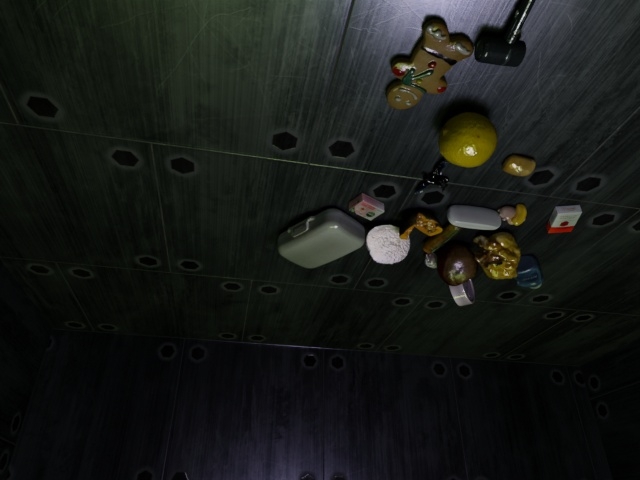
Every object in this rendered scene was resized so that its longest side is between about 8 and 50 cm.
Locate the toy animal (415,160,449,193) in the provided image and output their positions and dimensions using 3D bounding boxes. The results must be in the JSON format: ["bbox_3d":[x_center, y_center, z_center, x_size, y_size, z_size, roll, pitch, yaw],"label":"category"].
[{"bbox_3d":[0.439,-0.232,1.824,0.108,0.062,0.220,24,146,-3],"label":"toy animal"}]

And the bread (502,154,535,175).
[{"bbox_3d":[0.732,-0.269,1.750,0.115,0.056,0.082,11,146,-16],"label":"bread"}]

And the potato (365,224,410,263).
[{"bbox_3d":[0.293,0.003,2.140,0.202,0.117,0.182,4,107,-5],"label":"potato"}]

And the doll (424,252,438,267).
[{"bbox_3d":[0.541,0.096,2.334,0.127,0.073,0.084,26,172,-38],"label":"doll"}]

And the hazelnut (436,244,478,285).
[{"bbox_3d":[0.644,0.111,2.258,0.208,0.208,0.208,0,148,0],"label":"hazelnut"}]

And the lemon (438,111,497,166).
[{"bbox_3d":[0.485,-0.325,1.551,0.203,0.178,0.178,15,145,-20],"label":"lemon"}]

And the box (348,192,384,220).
[{"bbox_3d":[0.192,-0.139,1.975,0.125,0.043,0.089,21,143,-30],"label":"box"}]

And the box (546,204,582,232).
[{"bbox_3d":[1.047,-0.091,2.048,0.100,0.048,0.152,-2,150,8],"label":"box"}]

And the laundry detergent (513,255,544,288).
[{"bbox_3d":[1.063,0.179,2.433,0.143,0.094,0.290,-23,141,26],"label":"laundry detergent"}]

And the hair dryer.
[{"bbox_3d":[0.511,-0.570,1.265,0.124,0.071,0.219,4,141,-11],"label":"hair dryer"}]

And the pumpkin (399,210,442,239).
[{"bbox_3d":[0.419,-0.072,2.023,0.184,0.107,0.119,-5,156,-6],"label":"pumpkin"}]

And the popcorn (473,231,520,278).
[{"bbox_3d":[0.811,0.062,2.166,0.190,0.191,0.253,-35,127,24],"label":"popcorn"}]

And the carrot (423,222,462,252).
[{"bbox_3d":[0.556,-0.023,2.141,0.070,0.070,0.260,14,145,-21],"label":"carrot"}]

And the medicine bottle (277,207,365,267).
[{"bbox_3d":[0.000,0.000,2.126,0.375,0.123,0.282,-25,139,36],"label":"medicine bottle"}]

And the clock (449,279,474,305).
[{"bbox_3d":[0.719,0.232,2.425,0.068,0.196,0.197,-19,143,30],"label":"clock"}]

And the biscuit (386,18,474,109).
[{"bbox_3d":[0.304,-0.494,1.403,0.197,0.049,0.301,18,145,-23],"label":"biscuit"}]

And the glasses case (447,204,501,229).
[{"bbox_3d":[0.646,-0.096,1.996,0.234,0.092,0.059,5,153,-10],"label":"glasses case"}]

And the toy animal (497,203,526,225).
[{"bbox_3d":[0.809,-0.098,2.003,0.114,0.091,0.082,-6,162,8],"label":"toy animal"}]
